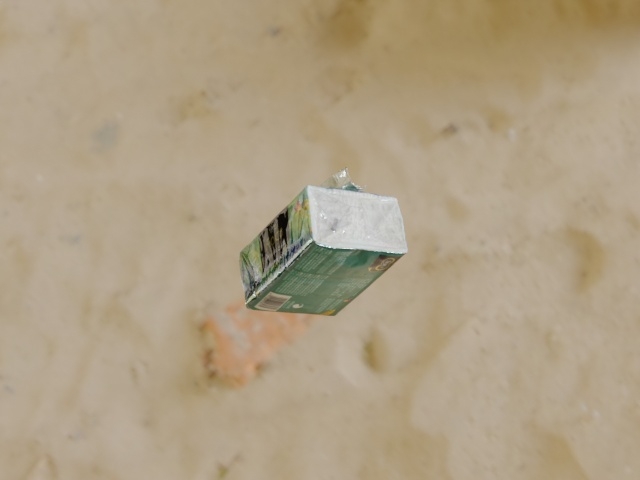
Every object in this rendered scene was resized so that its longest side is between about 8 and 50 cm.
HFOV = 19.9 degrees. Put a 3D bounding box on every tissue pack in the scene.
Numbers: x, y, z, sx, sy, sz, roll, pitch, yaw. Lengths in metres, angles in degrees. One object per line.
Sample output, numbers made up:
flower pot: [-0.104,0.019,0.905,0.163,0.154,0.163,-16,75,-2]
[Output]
tissue pack: [-0.001,0.000,1.390,0.111,0.085,0.079,-44,47,49]
